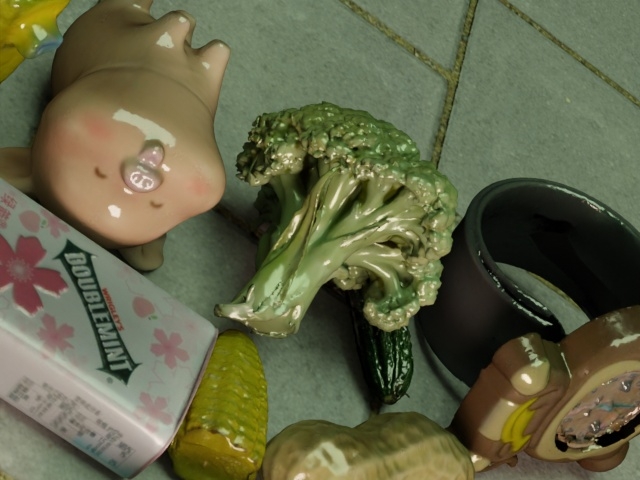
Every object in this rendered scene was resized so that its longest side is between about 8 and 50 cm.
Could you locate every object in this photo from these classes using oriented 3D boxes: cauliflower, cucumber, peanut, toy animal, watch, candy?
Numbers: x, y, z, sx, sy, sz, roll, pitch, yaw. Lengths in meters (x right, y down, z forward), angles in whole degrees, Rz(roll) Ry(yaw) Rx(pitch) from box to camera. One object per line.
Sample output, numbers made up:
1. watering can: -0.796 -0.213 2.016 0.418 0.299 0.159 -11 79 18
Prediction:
1. cauliflower: 0.020 -0.006 2.098 0.260 0.327 0.281 22 81 -25
2. cucumber: 0.066 0.080 2.216 0.077 0.077 0.265 9 55 -37
3. peanut: 0.059 0.256 2.027 0.298 0.120 0.136 -1 86 -44
4. toy animal: -0.215 -0.133 2.029 0.237 0.269 0.326 27 12 -24
5. watch: 0.263 0.085 2.260 0.335 0.314 0.327 -5 49 -32
6. candy: -0.104 0.170 1.973 0.106 0.094 0.199 32 34 -17

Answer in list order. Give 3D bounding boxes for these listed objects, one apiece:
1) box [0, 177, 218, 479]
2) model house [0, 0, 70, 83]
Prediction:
1. box: -0.293 0.064 1.871 0.369 0.112 0.190 36 40 -15
2. model house: -0.401 -0.287 1.959 0.215 0.237 0.303 -20 73 -49
